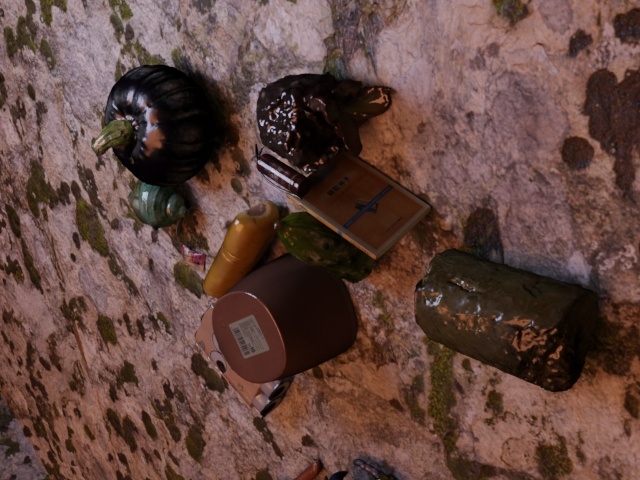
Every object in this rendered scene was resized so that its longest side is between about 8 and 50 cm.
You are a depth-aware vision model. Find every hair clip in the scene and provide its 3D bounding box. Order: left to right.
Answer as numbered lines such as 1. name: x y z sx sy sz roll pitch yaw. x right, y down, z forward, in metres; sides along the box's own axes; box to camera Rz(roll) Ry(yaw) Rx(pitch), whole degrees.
1. hair clip: -0.372 -0.055 2.072 0.039 0.030 0.115 44 138 -5

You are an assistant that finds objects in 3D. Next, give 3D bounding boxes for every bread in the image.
1. bread: -0.186 0.030 1.849 0.091 0.142 0.305 47 137 15

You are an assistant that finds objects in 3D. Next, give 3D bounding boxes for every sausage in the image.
1. sausage: -0.038 0.626 2.043 0.042 0.036 0.158 43 132 12

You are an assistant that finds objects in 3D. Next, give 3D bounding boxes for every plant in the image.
1. plant: -0.011 -0.240 1.536 0.234 0.204 0.178 21 125 43

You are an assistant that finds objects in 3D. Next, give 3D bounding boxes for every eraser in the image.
1. eraser: -0.207 0.310 2.029 0.290 0.087 0.171 44 134 21

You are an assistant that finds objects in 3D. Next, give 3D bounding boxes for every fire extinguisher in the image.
1. fire extinguisher: -0.084 -0.138 1.558 0.158 0.043 0.064 34 125 36

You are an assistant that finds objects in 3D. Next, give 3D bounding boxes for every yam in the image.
1. yam: 0.333 0.137 1.363 0.300 0.195 0.195 20 120 39

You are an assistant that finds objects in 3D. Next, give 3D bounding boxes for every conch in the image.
1. conch: -0.428 -0.099 2.024 0.188 0.122 0.176 42 134 53

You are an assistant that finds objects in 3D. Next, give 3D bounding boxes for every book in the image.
1. book: 0.076 -0.078 1.538 0.241 0.170 0.018 36 152 26

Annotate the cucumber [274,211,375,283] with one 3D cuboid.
1. cucumber: -0.002 0.000 1.576 0.134 0.244 0.134 -23 57 42

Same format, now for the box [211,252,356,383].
1. box: -0.097 0.187 1.782 0.301 0.216 0.301 21 122 38

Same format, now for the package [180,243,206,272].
1. package: -0.349 0.049 2.093 0.083 0.029 0.059 21 115 24

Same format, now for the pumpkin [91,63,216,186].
1. pumpkin: -0.406 -0.273 1.832 0.296 0.296 0.296 19 120 37

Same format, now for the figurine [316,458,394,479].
1. figurine: 0.099 0.636 1.826 0.265 0.175 0.197 28 121 23
